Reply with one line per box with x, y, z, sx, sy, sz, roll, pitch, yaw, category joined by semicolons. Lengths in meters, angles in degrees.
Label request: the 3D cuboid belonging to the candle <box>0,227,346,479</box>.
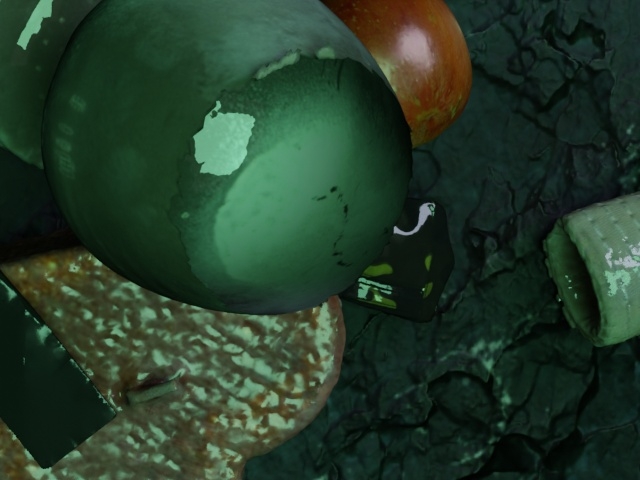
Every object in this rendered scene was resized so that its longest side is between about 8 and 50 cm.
-0.143;0.097;1.263;0.287;0.131;0.317;37;98;-8;candle

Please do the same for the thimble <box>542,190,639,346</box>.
0.249;0.024;1.409;0.090;0.102;0.115;-20;76;-12;thimble

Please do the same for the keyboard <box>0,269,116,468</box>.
-0.232;0.070;1.208;0.074;0.015;0.196;-39;91;18;keyboard

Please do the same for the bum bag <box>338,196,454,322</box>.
0.000;0.000;1.348;0.232;0.060;0.107;13;98;-19;bum bag

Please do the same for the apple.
0.037;-0.131;1.287;0.163;0.163;0.139;-26;97;-11;apple

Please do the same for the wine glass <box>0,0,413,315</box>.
-0.090;-0.090;1.132;0.238;0.323;0.238;-16;120;-30;wine glass
